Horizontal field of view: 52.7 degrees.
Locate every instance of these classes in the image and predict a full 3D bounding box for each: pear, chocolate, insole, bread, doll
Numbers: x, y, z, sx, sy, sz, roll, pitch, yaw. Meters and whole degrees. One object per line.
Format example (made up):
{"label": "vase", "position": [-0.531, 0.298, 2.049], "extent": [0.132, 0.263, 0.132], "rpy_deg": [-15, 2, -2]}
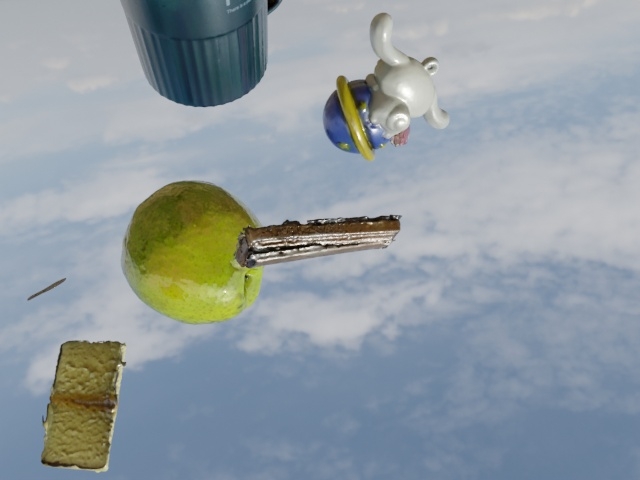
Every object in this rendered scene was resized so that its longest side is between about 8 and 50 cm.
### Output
{"label": "pear", "position": [-0.309, 0.042, 1.659], "extent": [0.391, 0.391, 0.391], "rpy_deg": [-8, -156, 4]}
{"label": "chocolate", "position": [0.003, 0.004, 1.201], "extent": [0.329, 0.102, 0.065], "rpy_deg": [-6, -117, -25]}
{"label": "insole", "position": [-0.849, 0.151, 2.002], "extent": [0.135, 0.002, 0.045], "rpy_deg": [-28, -156, -2]}
{"label": "bread", "position": [-0.489, 0.349, 1.370], "extent": [0.178, 0.142, 0.266], "rpy_deg": [3, -110, 6]}
{"label": "doll", "position": [0.110, -0.275, 1.245], "extent": [0.242, 0.311, 0.159], "rpy_deg": [-6, -127, 17]}

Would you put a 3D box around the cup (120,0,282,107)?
{"label": "cup", "position": [-0.196, -0.417, 1.060], "extent": [0.242, 0.292, 0.308], "rpy_deg": [9, -122, 3]}

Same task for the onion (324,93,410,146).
{"label": "onion", "position": [0.149, -0.379, 1.795], "extent": [0.250, 0.111, 0.247], "rpy_deg": [22, -151, 0]}
